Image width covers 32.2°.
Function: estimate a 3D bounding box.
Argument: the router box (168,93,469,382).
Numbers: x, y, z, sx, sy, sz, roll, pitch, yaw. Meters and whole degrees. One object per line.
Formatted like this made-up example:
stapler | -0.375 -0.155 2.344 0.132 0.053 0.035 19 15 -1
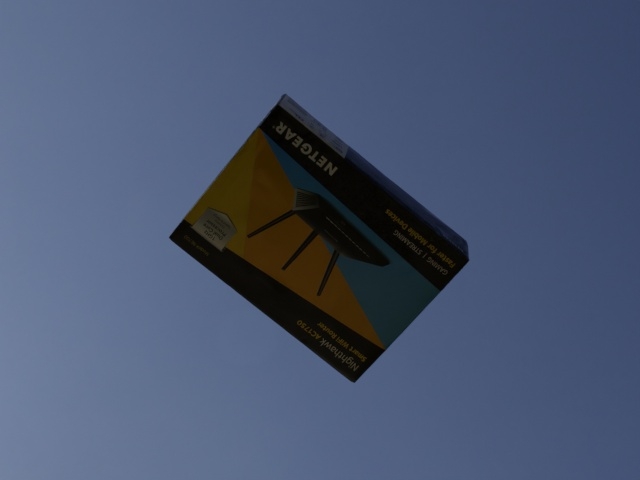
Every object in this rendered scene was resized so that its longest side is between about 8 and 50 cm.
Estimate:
router box | 0.000 0.000 0.819 0.179 0.046 0.133 38 -72 -7
